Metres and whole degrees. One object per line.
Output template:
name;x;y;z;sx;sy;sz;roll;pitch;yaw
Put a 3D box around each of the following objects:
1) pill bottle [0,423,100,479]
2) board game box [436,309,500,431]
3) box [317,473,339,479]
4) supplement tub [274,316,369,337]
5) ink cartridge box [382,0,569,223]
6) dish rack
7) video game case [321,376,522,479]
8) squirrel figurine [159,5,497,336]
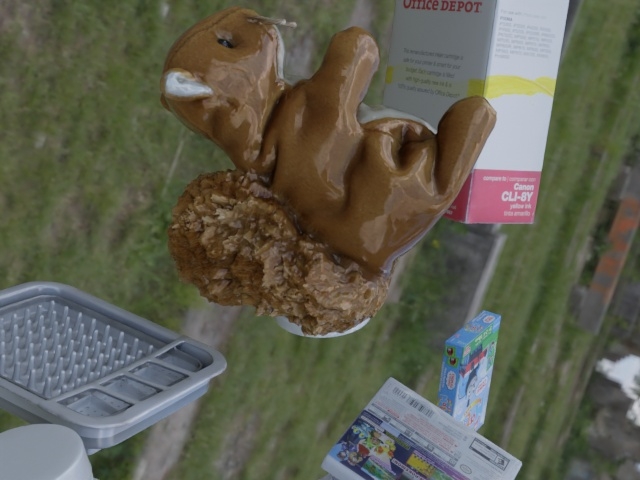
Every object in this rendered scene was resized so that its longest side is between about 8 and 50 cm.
pill bottle;-0.277;0.360;1.073;0.176;0.176;0.318;-50;136;-58
board game box;0.242;0.241;1.710;0.160;0.039;0.211;-27;128;-55
box;0.015;0.402;1.288;0.145;0.186;0.038;-39;160;32
supplement tub;0.000;0.000;2.027;0.241;0.241;0.331;-51;143;-57
ink cartridge box;0.243;-0.241;1.712;0.160;0.279;0.384;0;104;-30
dish rack;-0.318;0.158;1.292;0.285;0.333;0.072;-23;131;-60
video game case;0.127;0.274;1.246;0.183;0.201;0.023;-41;159;-50
squirrel figurine;-0.052;-0.090;1.278;0.397;0.370;0.281;-63;-168;3
